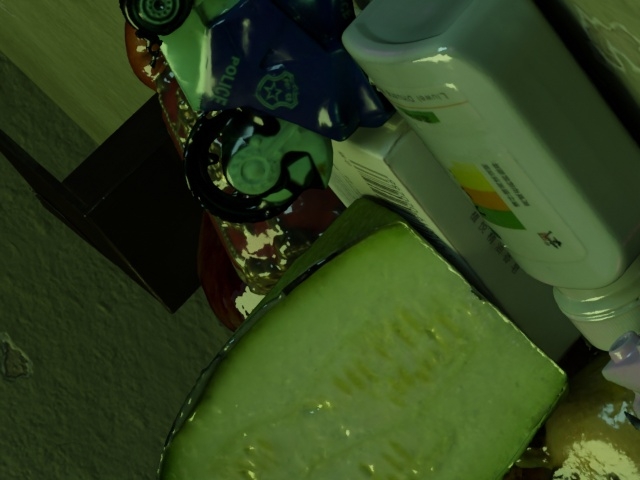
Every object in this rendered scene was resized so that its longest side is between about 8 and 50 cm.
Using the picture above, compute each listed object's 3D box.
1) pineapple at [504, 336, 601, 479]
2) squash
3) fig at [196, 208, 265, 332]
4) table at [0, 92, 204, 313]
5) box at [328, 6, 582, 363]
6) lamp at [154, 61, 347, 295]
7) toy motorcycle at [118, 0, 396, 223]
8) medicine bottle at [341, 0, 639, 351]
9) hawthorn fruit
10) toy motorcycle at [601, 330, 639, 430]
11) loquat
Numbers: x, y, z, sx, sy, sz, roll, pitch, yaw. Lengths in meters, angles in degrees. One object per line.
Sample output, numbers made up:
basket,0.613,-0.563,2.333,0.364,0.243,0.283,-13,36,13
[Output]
pineapple,0.160,0.100,1.787,0.344,0.286,0.209,4,171,-41
squash,0.005,0.157,1.587,0.233,0.309,0.210,44,171,-8
fig,-0.014,-0.002,1.998,0.214,0.235,0.235,42,172,-18
table,-0.197,-0.117,2.193,0.282,0.250,0.196,37,169,42
box,0.099,-0.046,1.608,0.274,0.116,0.203,49,169,-35
lamp,-0.041,-0.076,1.795,0.274,0.177,0.177,62,175,14
toy motorcycle,-0.042,-0.174,1.402,0.125,0.196,0.331,-116,7,-64
medicine bottle,0.149,-0.057,1.368,0.296,0.111,0.161,48,165,-29
hawthorn fruit,-0.123,-0.195,1.943,0.125,0.125,0.140,39,-167,33
toy motorcycle,0.280,0.073,1.243,0.188,0.143,0.327,49,160,-8
loquat,0.257,0.158,1.625,0.172,0.204,0.149,171,86,-88
